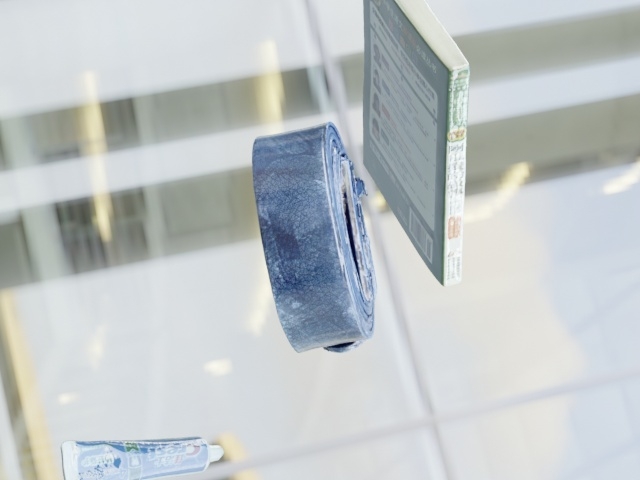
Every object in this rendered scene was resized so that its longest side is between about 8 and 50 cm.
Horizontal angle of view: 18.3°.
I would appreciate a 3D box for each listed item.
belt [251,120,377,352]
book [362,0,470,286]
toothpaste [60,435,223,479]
[{"bbox_3d":[0.000,0.000,1.646,0.141,0.082,0.190,5,74,-78],"label":"belt"},{"bbox_3d":[0.087,-0.115,1.865,0.202,0.027,0.264,-119,-160,-44],"label":"book"},{"bbox_3d":[-0.172,0.217,1.948,0.035,0.197,0.057,-14,-99,45],"label":"toothpaste"}]
